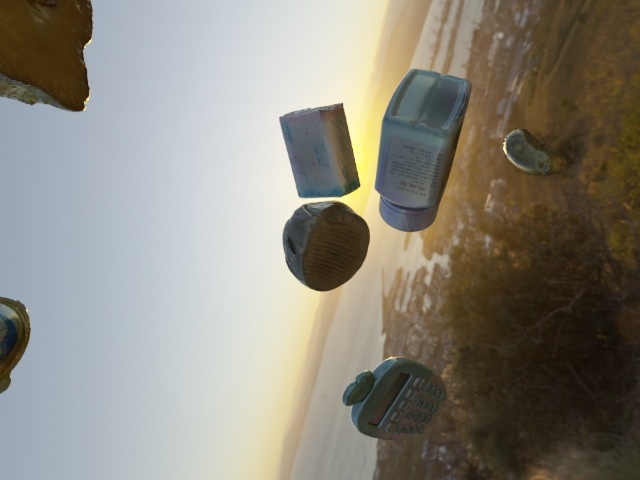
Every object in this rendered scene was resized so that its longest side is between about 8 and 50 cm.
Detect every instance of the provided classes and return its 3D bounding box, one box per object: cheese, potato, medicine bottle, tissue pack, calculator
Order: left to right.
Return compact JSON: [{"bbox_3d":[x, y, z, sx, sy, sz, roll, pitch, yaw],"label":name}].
[{"bbox_3d":[-0.532,0.134,0.774,0.177,0.270,0.069,-31,-34,-18],"label":"cheese"},{"bbox_3d":[-0.002,-0.267,1.580,0.124,0.201,0.271,-36,-62,-47],"label":"tissue pack"},{"bbox_3d":[0.158,0.332,1.081,0.184,0.295,0.042,-58,36,4],"label":"calculator"},{"bbox_3d":[0.076,-0.063,0.408,0.118,0.055,0.074,92,-161,-50],"label":"medicine bottle"},{"bbox_3d":[0.440,-0.176,1.077,0.138,0.091,0.070,53,123,36],"label":"potato"}]

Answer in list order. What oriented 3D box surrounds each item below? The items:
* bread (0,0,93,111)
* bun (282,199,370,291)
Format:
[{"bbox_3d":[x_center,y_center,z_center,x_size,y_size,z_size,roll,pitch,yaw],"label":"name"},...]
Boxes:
[{"bbox_3d":[-0.317,-0.241,0.520,0.160,0.088,0.233,31,-130,-58],"label":"bread"},{"bbox_3d":[0.000,0.000,0.927,0.166,0.113,0.173,-42,-45,-15],"label":"bun"}]
